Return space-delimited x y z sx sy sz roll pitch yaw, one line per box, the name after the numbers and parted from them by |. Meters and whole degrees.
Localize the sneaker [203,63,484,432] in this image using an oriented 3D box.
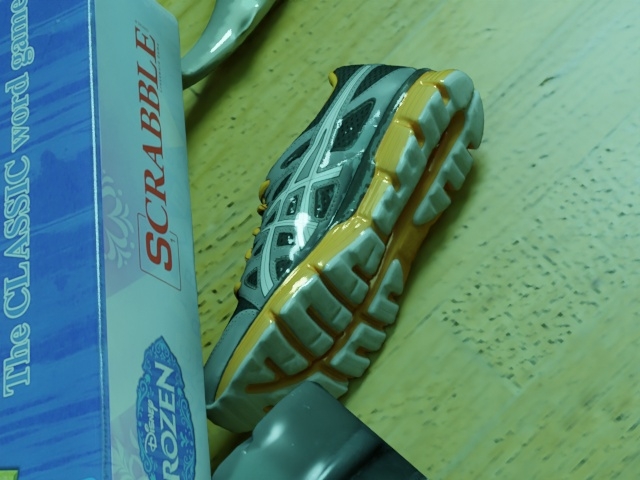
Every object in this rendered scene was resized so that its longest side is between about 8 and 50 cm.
0.000 0.000 0.670 0.083 0.084 0.215 24 73 35 | sneaker

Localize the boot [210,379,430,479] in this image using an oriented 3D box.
0.055 0.330 0.490 0.445 0.146 0.367 40 106 12 | boot

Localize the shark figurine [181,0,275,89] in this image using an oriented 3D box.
-0.061 -0.187 0.759 0.116 0.166 0.278 14 91 45 | shark figurine

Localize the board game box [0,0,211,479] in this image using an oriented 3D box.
-0.192 0.083 0.525 0.318 0.066 0.319 -20 60 24 | board game box
